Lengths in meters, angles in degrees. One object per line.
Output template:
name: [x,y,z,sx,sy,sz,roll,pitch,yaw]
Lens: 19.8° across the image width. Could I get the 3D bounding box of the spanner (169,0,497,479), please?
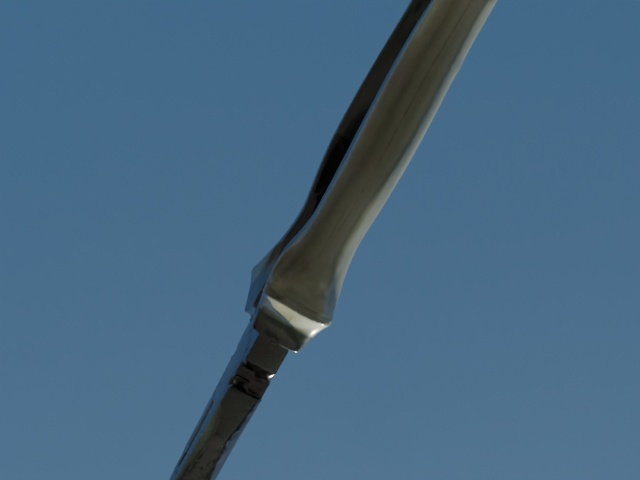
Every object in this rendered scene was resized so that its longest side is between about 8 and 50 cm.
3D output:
spanner: [0.000,0.000,0.960,0.040,0.095,0.325,28,-89,-8]
